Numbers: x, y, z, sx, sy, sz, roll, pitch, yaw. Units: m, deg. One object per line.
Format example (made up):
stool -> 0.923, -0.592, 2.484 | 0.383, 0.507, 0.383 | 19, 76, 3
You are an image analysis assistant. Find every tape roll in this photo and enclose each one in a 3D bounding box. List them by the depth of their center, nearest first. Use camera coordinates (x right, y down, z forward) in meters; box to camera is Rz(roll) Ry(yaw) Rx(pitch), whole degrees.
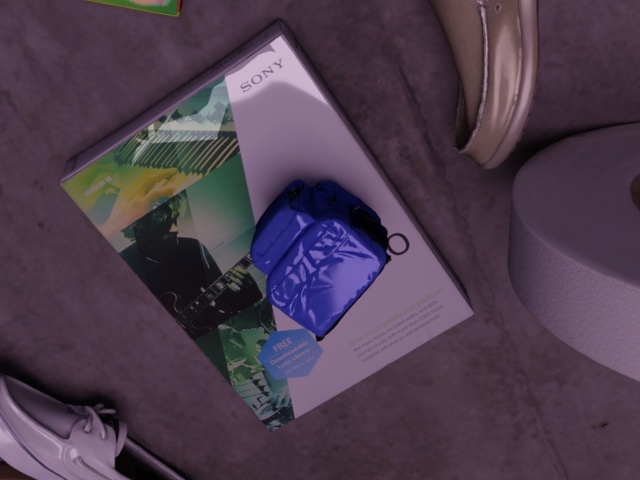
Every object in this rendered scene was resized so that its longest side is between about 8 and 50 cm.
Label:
tape roll -> 0.337, 0.000, 0.747 | 0.392, 0.392, 0.072 | -3, 115, -3

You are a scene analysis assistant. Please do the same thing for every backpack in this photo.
backpack -> 0.000, 0.000, 0.810 | 0.101, 0.120, 0.098 | 43, 107, -11

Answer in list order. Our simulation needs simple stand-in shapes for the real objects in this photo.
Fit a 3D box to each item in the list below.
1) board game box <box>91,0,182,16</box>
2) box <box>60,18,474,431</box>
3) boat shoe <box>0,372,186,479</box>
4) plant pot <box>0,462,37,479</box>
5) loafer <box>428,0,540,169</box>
board game box -> -0.195, -0.240, 0.785 | 0.181, 0.043, 0.092 | 8, 115, -7
box -> -0.040, -0.001, 0.902 | 0.232, 0.058, 0.322 | -33, 112, 10
boat shoe -> -0.225, 0.197, 0.971 | 0.084, 0.095, 0.258 | -38, 123, 9
plant pot -> -0.317, 0.353, 1.020 | 0.238, 0.109, 0.237 | -1, 116, -3
loafer -> 0.125, -0.191, 0.807 | 0.092, 0.102, 0.268 | 2, 106, -3
